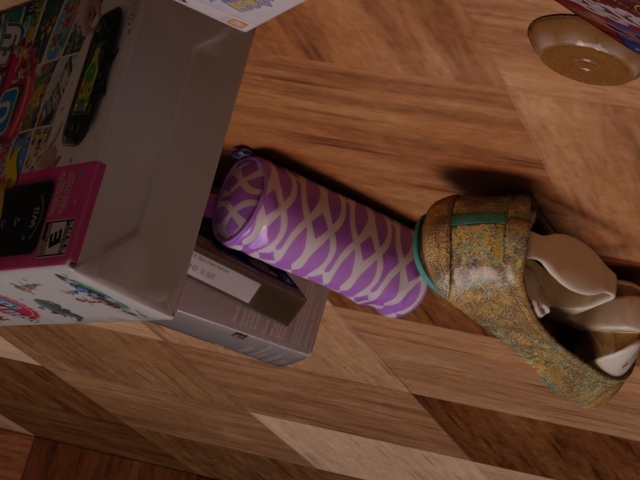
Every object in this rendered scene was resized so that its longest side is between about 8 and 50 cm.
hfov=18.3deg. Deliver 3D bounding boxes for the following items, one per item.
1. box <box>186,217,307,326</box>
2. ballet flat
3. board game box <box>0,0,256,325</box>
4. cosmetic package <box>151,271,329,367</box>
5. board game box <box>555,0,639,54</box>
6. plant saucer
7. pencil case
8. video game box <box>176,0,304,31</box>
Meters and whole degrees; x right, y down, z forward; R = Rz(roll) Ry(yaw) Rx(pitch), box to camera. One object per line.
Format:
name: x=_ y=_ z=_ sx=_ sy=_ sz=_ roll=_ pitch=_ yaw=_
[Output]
box: x=-0.112 y=-0.012 z=1.736 sx=0.136 sy=0.036 sz=0.225 roll=27 pitch=-169 yaw=-34
ballet flat: x=0.205 y=0.053 z=1.638 sx=0.123 sy=0.123 sz=0.348 roll=5 pitch=161 yaw=37
board game box: x=-0.191 y=-0.058 z=1.432 sx=0.097 sy=0.224 sz=0.303 roll=25 pitch=162 yaw=-32
cosmetic package: x=-0.119 y=0.037 z=1.917 sx=0.238 sy=0.107 sz=0.127 roll=17 pitch=168 yaw=-11
board game box: x=0.203 y=-0.107 z=1.029 sx=0.145 sy=0.027 sz=0.281 roll=29 pitch=-177 yaw=-32
plant saucer: x=0.169 y=-0.116 z=1.248 sx=0.083 sy=0.015 sz=0.083 roll=16 pitch=164 yaw=5
pencil case: x=0.000 y=0.000 z=1.690 sx=0.206 sy=0.086 sz=0.088 roll=26 pitch=152 yaw=-29
video game box: x=-0.077 y=-0.197 z=1.167 sx=0.187 sy=0.048 sz=0.205 roll=20 pitch=164 yaw=-22
